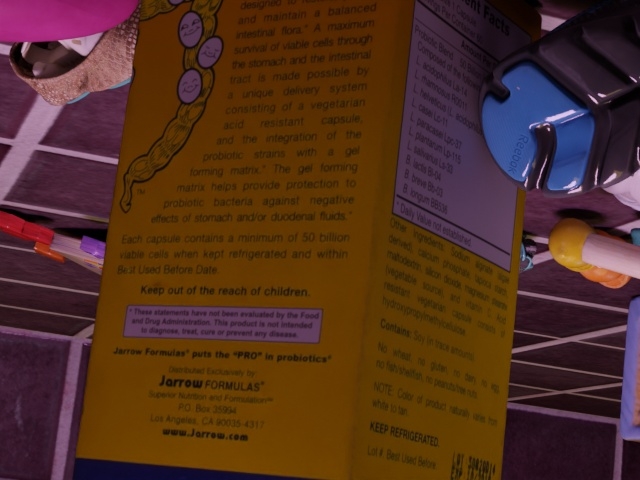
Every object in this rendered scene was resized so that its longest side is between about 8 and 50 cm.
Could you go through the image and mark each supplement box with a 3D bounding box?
[{"bbox_3d":[0.000,0.000,0.948,0.195,0.357,0.194,0,166,32],"label":"supplement box"}]

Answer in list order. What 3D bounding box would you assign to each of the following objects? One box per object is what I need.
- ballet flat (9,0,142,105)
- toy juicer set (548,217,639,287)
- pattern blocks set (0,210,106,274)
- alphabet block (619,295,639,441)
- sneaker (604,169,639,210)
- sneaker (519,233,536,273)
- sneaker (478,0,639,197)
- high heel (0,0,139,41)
[{"bbox_3d":[-0.169,-0.141,1.091,0.067,0.073,0.206,29,156,-26],"label":"ballet flat"},{"bbox_3d":[0.333,0.007,1.508,0.209,0.089,0.329,18,178,7],"label":"toy juicer set"},{"bbox_3d":[-0.254,0.034,1.982,0.285,0.026,0.325,16,170,17],"label":"pattern blocks set"},{"bbox_3d":[0.512,0.168,1.911,0.197,0.192,0.193,11,170,-23],"label":"alphabet block"},{"bbox_3d":[0.227,-0.073,1.084,0.091,0.094,0.258,29,-175,-5],"label":"sneaker"},{"bbox_3d":[0.196,0.008,1.665,0.076,0.065,0.166,-12,169,8],"label":"sneaker"},{"bbox_3d":[0.256,-0.127,0.868,0.340,0.125,0.139,-12,-163,32],"label":"sneaker"},{"bbox_3d":[-0.229,-0.186,0.720,0.377,0.127,0.181,17,175,-30],"label":"high heel"}]
